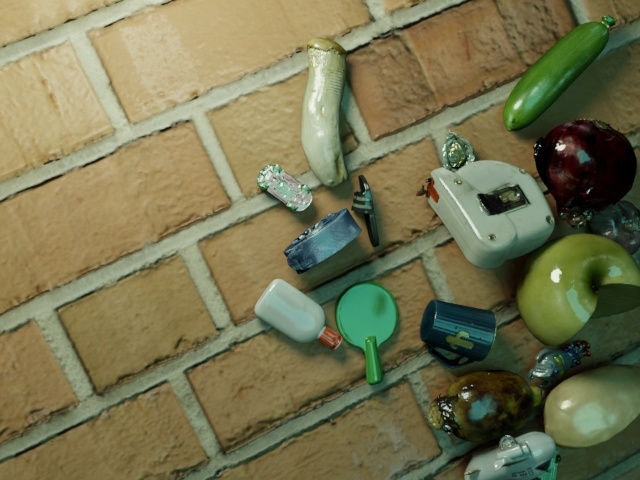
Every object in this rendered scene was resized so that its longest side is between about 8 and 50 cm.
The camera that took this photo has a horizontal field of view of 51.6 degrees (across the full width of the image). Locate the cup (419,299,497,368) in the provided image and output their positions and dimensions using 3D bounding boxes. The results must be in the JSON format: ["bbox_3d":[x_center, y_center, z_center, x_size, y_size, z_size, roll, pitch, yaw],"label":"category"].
[{"bbox_3d":[0.330,0.235,1.644,0.155,0.131,0.176,18,114,-6],"label":"cup"}]

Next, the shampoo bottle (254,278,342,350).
[{"bbox_3d":[-0.046,0.190,1.596,0.221,0.051,0.108,35,83,-10],"label":"shampoo bottle"}]

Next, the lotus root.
[{"bbox_3d":[0.421,0.407,1.647,0.314,0.141,0.169,-11,96,-11],"label":"lotus root"}]

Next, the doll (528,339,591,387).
[{"bbox_3d":[0.620,0.319,1.724,0.195,0.062,0.104,-21,134,-17],"label":"doll"}]

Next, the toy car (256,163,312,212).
[{"bbox_3d":[-0.085,-0.123,1.577,0.142,0.055,0.069,36,77,0],"label":"toy car"}]

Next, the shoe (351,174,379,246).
[{"bbox_3d":[0.102,-0.068,1.609,0.049,0.071,0.179,-12,98,-6],"label":"shoe"}]

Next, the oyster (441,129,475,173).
[{"bbox_3d":[0.343,-0.214,1.672,0.098,0.037,0.100,28,108,8],"label":"oyster"}]

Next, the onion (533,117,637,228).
[{"bbox_3d":[0.638,-0.185,1.612,0.281,0.221,0.280,-24,128,-35],"label":"onion"}]

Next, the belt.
[{"bbox_3d":[0.000,0.000,1.553,0.190,0.141,0.082,-35,96,-5],"label":"belt"}]

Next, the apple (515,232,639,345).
[{"bbox_3d":[0.611,0.106,1.613,0.295,0.258,0.233,-20,81,-11],"label":"apple"}]

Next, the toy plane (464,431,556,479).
[{"bbox_3d":[0.469,0.553,1.639,0.245,0.244,0.117,-13,61,-10],"label":"toy plane"}]

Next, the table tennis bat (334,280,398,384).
[{"bbox_3d":[0.120,0.229,1.640,0.161,0.039,0.257,-7,88,-11],"label":"table tennis bat"}]

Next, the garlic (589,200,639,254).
[{"bbox_3d":[0.778,-0.034,1.720,0.147,0.102,0.159,-34,97,-7],"label":"garlic"}]

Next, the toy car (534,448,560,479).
[{"bbox_3d":[0.594,0.600,1.742,0.059,0.035,0.121,12,81,-11],"label":"toy car"}]

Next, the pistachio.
[{"bbox_3d":[0.697,0.423,1.679,0.299,0.187,0.187,-24,96,-6],"label":"pistachio"}]

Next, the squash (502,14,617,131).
[{"bbox_3d":[0.599,-0.431,1.671,0.395,0.107,0.107,-44,99,-5],"label":"squash"}]

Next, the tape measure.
[{"bbox_3d":[0.407,-0.077,1.589,0.265,0.130,0.258,-20,60,-15],"label":"tape measure"}]

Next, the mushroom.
[{"bbox_3d":[0.013,-0.302,1.572,0.123,0.095,0.351,-3,95,-28],"label":"mushroom"}]
